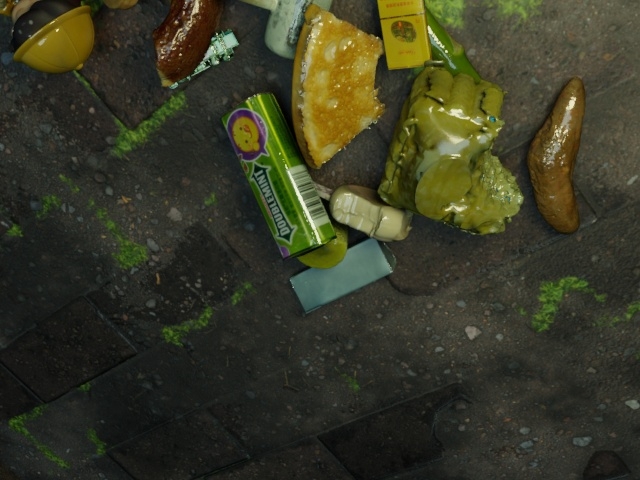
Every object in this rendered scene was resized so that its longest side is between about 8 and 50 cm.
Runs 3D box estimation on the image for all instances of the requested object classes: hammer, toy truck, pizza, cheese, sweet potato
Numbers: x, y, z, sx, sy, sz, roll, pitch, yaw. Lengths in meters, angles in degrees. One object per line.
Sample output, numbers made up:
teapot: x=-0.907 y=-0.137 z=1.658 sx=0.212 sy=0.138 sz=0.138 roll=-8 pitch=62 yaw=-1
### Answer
hammer: x=-0.128 y=-0.463 z=1.168 sx=0.305 sy=0.113 sz=0.202 roll=8 pitch=123 yaw=-21
toy truck: x=-0.257 y=-0.394 z=1.329 sx=0.175 sy=0.081 sz=0.067 roll=-26 pitch=113 yaw=7
pizza: x=0.033 y=-0.311 z=1.239 sx=0.089 sy=0.223 sz=0.324 roll=39 pitch=139 yaw=42
cheese: x=0.065 y=-0.081 z=1.382 sx=0.286 sy=0.163 sz=0.082 roll=22 pitch=108 yaw=19
sweet potato: x=0.473 y=-0.154 z=1.263 sx=0.113 sy=0.092 sz=0.342 roll=-14 pitch=119 yaw=-6

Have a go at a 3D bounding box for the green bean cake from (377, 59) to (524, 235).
green bean cake: x=0.271 y=-0.153 z=1.209 sx=0.284 sy=0.202 sz=0.310 roll=18 pitch=141 yaw=4

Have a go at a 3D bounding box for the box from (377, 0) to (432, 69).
box: x=0.158 y=-0.401 z=1.170 sx=0.086 sy=0.023 sz=0.155 roll=0 pitch=123 yaw=22

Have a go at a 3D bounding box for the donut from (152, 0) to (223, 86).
donut: x=-0.268 y=-0.458 z=1.220 sx=0.151 sy=0.112 sz=0.295 roll=-5 pitch=101 yaw=-2

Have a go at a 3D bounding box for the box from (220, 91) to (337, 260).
box: x=-0.092 y=-0.132 z=1.344 sx=0.134 sy=0.097 sz=0.346 roll=-23 pitch=91 yaw=37

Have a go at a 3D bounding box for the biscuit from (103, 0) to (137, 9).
biscuit: x=-0.370 y=-0.596 z=1.146 sx=0.355 sy=0.052 sz=0.275 roll=-48 pitch=61 yaw=48

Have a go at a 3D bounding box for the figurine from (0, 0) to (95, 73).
figurine: x=-0.589 y=-0.465 z=1.312 sx=0.192 sy=0.167 sz=0.257 roll=-42 pitch=77 yaw=1

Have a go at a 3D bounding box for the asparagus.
asparagus: x=0.226 y=-0.376 z=1.209 sx=0.278 sy=0.060 sz=0.067 roll=46 pitch=131 yaw=-13

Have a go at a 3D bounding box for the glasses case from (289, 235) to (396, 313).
glasses case: x=0.055 y=0.080 z=1.542 sx=0.266 sy=0.056 sz=0.105 roll=-28 pitch=86 yaw=27

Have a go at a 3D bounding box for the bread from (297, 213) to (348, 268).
bread: x=0.000 y=0.000 z=1.462 sx=0.129 sy=0.114 sz=0.111 roll=33 pitch=124 yaw=-7
